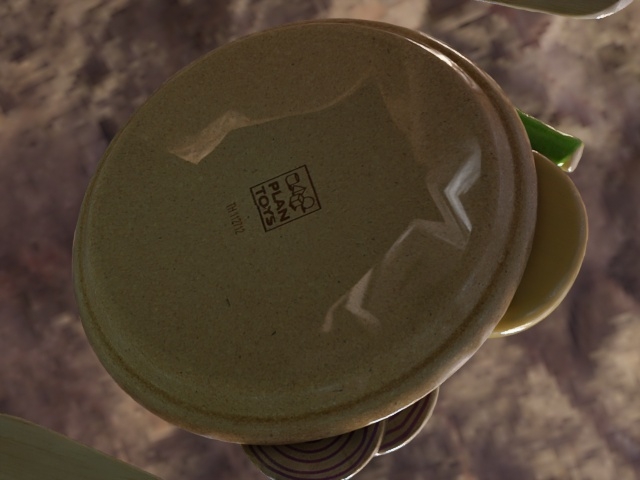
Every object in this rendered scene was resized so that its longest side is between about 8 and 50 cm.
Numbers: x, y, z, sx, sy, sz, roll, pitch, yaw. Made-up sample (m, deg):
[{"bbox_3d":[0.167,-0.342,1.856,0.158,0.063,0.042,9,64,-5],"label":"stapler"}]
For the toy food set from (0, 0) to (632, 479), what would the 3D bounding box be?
[{"bbox_3d":[0.000,0.000,0.478,0.192,0.132,0.038,-63,-27,-20],"label":"toy food set"}]
